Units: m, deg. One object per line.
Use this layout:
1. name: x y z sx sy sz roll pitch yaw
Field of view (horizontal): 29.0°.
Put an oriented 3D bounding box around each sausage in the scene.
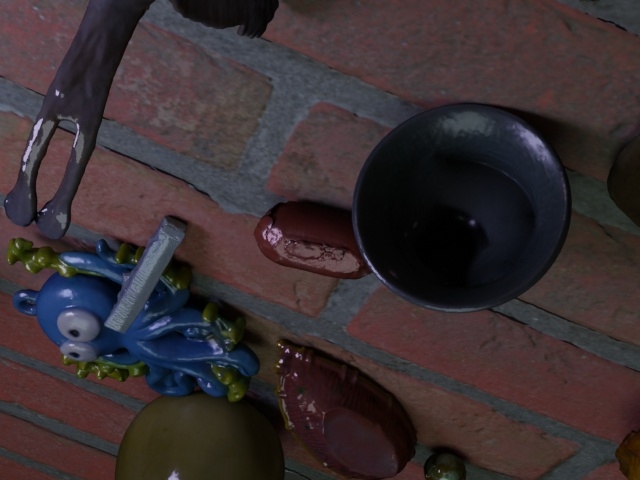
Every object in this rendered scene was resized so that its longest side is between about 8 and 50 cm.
1. sausage: 0.000 0.000 1.341 0.141 0.076 0.076 16 148 6

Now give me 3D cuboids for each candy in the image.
1. candy: 0.190 0.364 1.841 0.061 0.061 0.202 10 156 14

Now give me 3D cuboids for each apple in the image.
1. apple: -0.180 0.345 1.817 0.262 0.262 0.262 13 148 9

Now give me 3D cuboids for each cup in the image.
1. cup: 0.140 -0.011 1.179 0.199 0.199 0.150 9 165 15

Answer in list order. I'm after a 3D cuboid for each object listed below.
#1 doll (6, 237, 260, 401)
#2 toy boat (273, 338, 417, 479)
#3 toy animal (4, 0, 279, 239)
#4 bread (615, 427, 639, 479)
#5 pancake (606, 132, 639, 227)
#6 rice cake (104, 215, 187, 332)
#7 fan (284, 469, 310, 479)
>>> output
1. doll: -0.247 0.128 1.642 0.341 0.098 0.346 16 145 3
2. toy boat: 0.040 0.250 1.694 0.141 0.099 0.318 -39 127 7
3. toy animal: -0.159 -0.191 0.929 0.225 0.284 0.302 23 150 -2
4. bread: 0.538 0.343 1.462 0.398 0.215 0.398 15 154 8
5. pancake: 0.372 -0.039 1.107 0.242 0.050 0.242 14 148 9
6. rice cake: -0.215 0.041 1.495 0.042 0.030 0.180 27 122 -11
7. fan: -0.088 0.379 2.035 0.191 0.009 0.329 11 148 14
